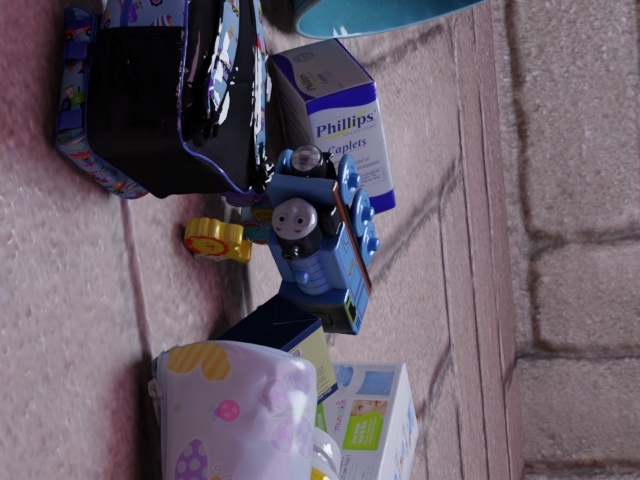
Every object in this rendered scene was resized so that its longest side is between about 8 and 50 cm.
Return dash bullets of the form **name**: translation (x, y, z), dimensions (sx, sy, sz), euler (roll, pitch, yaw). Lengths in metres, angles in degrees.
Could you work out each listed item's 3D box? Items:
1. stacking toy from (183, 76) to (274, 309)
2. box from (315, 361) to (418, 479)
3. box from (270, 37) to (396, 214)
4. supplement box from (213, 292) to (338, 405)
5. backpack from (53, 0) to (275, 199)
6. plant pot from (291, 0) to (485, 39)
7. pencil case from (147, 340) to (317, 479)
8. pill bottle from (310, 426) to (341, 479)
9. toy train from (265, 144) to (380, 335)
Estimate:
- **stacking toy**: translation (-0.059, -0.028, 1.282), dimensions (0.221, 0.052, 0.167), euler (64, 30, -60)
- **box**: translation (0.018, 0.219, 1.388), dimensions (0.203, 0.114, 0.103), euler (-74, 158, -49)
- **box**: translation (0.012, -0.105, 1.414), dimensions (0.126, 0.072, 0.137), euler (-123, -162, -58)
- **supplement box**: translation (-0.039, 0.107, 1.236), dimensions (0.083, 0.056, 0.083), euler (-36, 133, -25)
- **backpack**: translation (-0.101, -0.126, 0.996), dimensions (0.158, 0.116, 0.173), euler (38, 51, -70)
- **plant pot**: translation (0.071, -0.363, 1.447), dimensions (0.271, 0.271, 0.255), euler (6, 68, -75)
- **pencil case**: translation (-0.069, 0.208, 1.061), dimensions (0.124, 0.113, 0.273), euler (14, 69, -33)
- **pill bottle**: translation (-0.035, 0.237, 1.211), dimensions (0.184, 0.103, 0.103), euler (-71, 154, -53)
- **toy train**: translation (0.000, 0.000, 1.255), dimensions (0.184, 0.080, 0.105), euler (71, 30, -55)
